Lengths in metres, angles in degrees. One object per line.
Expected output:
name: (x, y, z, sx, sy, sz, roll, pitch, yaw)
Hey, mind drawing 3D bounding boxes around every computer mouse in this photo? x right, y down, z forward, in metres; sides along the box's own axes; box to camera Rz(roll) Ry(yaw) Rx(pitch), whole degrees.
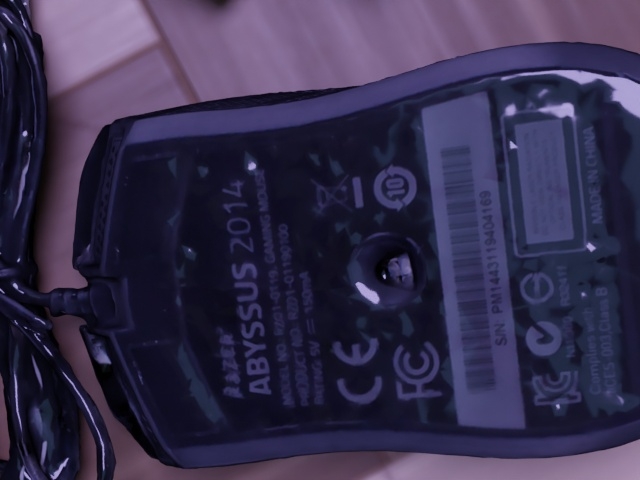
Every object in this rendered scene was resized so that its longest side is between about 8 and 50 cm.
computer mouse: (0.000, 0.000, 0.354, 0.272, 0.072, 0.189, -1, 94, 11)
